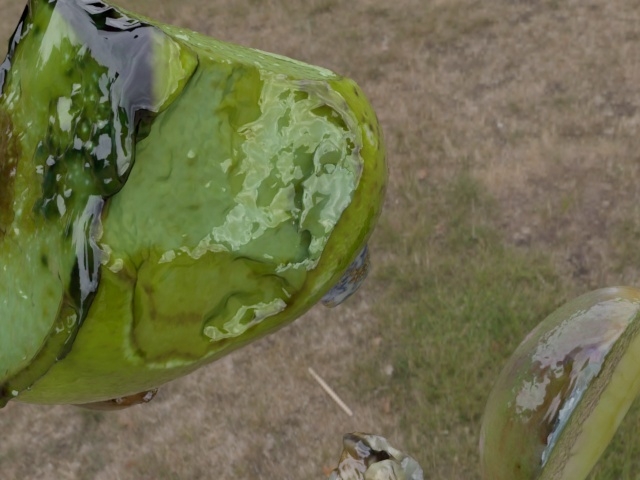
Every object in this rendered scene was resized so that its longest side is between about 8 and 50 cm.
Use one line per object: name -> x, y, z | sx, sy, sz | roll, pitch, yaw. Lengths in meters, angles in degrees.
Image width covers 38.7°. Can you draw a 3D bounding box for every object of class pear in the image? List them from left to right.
pear -> -0.074, -0.006, 0.563 | 0.255, 0.238, 0.164 | 9, 13, -46

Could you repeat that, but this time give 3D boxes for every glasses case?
glasses case -> 0.000, 0.000, 0.956 | 0.065, 0.248, 0.087 | 39, 82, 27

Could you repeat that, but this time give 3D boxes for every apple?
apple -> 0.220, 0.143, 0.846 | 0.120, 0.193, 0.265 | 29, 91, 27

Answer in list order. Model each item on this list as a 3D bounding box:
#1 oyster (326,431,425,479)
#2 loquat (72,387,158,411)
oyster -> 0.039, 0.239, 0.387 | 0.107, 0.201, 0.354 | -9, 29, -7
loquat -> -0.195, 0.078, 0.814 | 0.137, 0.163, 0.163 | -24, 47, -13
